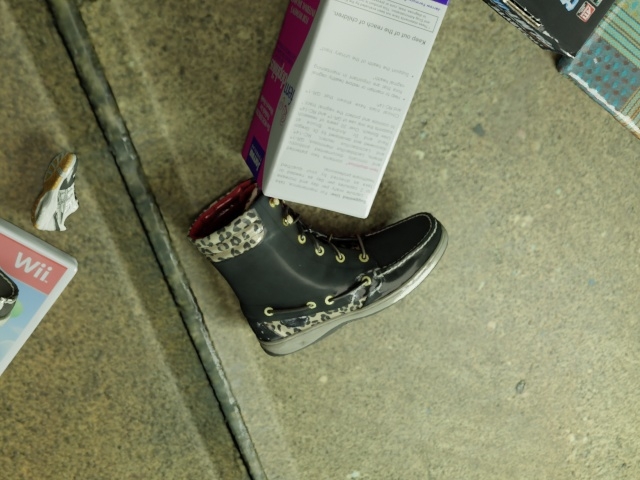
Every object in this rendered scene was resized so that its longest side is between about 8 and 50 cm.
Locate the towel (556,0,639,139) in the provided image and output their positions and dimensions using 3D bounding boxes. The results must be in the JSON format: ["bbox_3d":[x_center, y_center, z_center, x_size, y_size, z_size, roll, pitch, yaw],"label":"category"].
[{"bbox_3d":[0.457,-0.270,0.917,0.271,0.040,0.370,31,104,-27],"label":"towel"}]

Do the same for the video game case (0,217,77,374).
[{"bbox_3d":[-0.402,0.085,0.812,0.204,0.025,0.285,33,101,-28],"label":"video game case"}]

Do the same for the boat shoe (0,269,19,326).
[{"bbox_3d":[-0.355,-0.004,0.722,0.227,0.081,0.069,36,103,-26],"label":"boat shoe"}]

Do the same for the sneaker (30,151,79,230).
[{"bbox_3d":[-0.245,-0.046,0.801,0.037,0.032,0.083,15,115,-38],"label":"sneaker"}]

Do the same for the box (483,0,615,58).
[{"bbox_3d":[0.211,-0.370,0.766,0.293,0.073,0.295,29,102,-28],"label":"box"}]

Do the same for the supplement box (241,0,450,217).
[{"bbox_3d":[0.017,-0.148,0.787,0.114,0.111,0.220,11,111,-22],"label":"supplement box"}]

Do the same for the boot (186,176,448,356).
[{"bbox_3d":[0.000,0.001,0.864,0.236,0.085,0.179,-31,121,5],"label":"boot"}]
